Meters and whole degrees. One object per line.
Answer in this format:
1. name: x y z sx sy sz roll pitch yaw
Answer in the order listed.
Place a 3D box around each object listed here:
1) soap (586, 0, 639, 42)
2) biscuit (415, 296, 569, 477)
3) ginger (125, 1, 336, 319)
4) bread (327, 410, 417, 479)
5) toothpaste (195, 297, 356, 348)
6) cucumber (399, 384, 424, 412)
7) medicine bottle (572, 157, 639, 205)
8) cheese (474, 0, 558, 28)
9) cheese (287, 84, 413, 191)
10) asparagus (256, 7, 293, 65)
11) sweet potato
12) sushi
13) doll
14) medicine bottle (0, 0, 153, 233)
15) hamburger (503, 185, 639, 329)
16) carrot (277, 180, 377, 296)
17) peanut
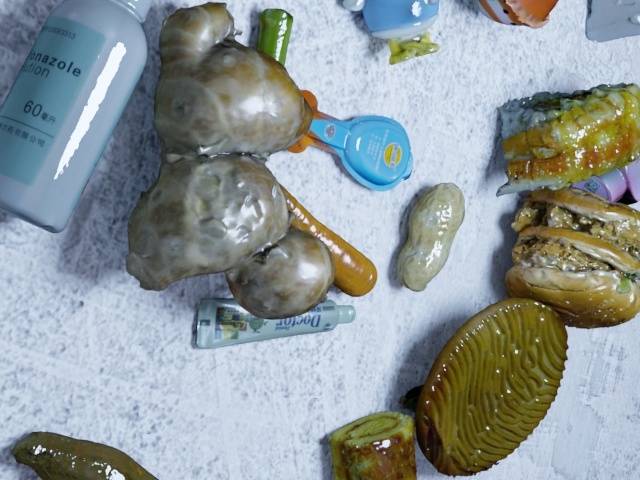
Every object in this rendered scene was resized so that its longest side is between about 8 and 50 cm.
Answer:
1. soap: 0.502 -0.512 1.461 0.302 0.159 0.257 38 77 -37
2. biscuit: 0.280 0.238 1.410 0.318 0.040 0.317 -17 122 -31
3. ginger: -0.108 -0.086 1.025 0.256 0.176 0.375 -6 93 -29
4. bread: 0.087 0.356 1.327 0.132 0.103 0.172 -16 107 -40
5. toothpaste: -0.055 0.107 1.202 0.255 0.037 0.067 0 99 -36
6. cucumber: 0.245 0.252 1.463 0.294 0.068 0.067 4 97 -40
7. medicine bottle: 0.545 -0.129 1.614 0.188 0.094 0.119 -35 118 -30
8. cheese: 0.255 -0.413 1.259 0.329 0.129 0.216 6 70 -51
9. cheese: 0.044 -0.137 1.231 0.256 0.037 0.106 17 87 -40
10. asparagus: -0.068 -0.201 1.119 0.045 0.041 0.178 -32 133 -84
11. sweet potato: -0.245 0.315 1.052 0.112 0.085 0.285 -49 125 -16
12. sushi: 0.394 -0.169 1.426 0.274 0.184 0.139 -20 107 -31
13. doll: 0.097 -0.361 1.187 0.098 0.135 0.241 -60 141 -57
14. medicine bottle: -0.245 -0.185 0.926 0.110 0.110 0.351 31 79 -40
15. hamburger: 0.439 0.034 1.478 0.211 0.245 0.260 -69 159 -9
16. carrot: 0.000 0.000 1.210 0.256 0.061 0.061 45 70 -34
17. peanut: 0.162 -0.008 1.333 0.080 0.080 0.174 23 86 -41
